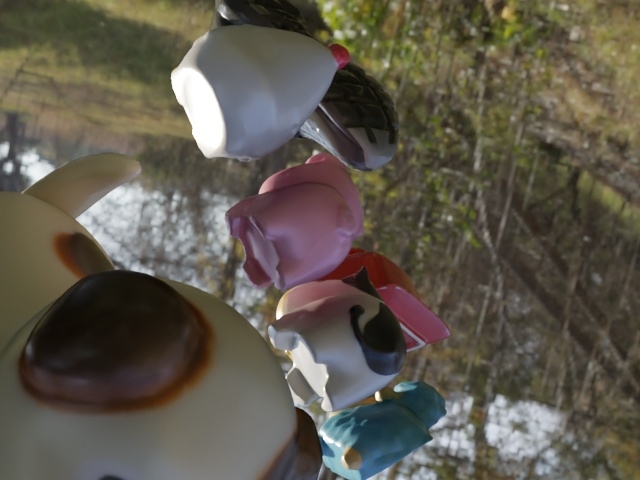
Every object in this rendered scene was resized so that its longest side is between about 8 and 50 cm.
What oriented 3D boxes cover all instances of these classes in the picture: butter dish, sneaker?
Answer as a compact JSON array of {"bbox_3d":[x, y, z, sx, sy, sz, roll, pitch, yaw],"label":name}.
[{"bbox_3d":[0.042,0.063,1.175,0.160,0.118,0.160,-20,146,23],"label":"butter dish"},{"bbox_3d":[-0.024,-0.136,0.970,0.101,0.106,0.267,5,-144,-43],"label":"sneaker"}]

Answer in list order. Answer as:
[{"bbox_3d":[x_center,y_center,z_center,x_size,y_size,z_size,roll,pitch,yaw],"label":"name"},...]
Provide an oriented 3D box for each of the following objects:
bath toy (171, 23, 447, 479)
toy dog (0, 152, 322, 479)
[{"bbox_3d":[0.000,0.000,0.792,0.129,0.348,0.151,-26,-163,-24],"label":"bath toy"},{"bbox_3d":[-0.188,0.120,0.770,0.408,0.395,0.284,12,140,47],"label":"toy dog"}]
